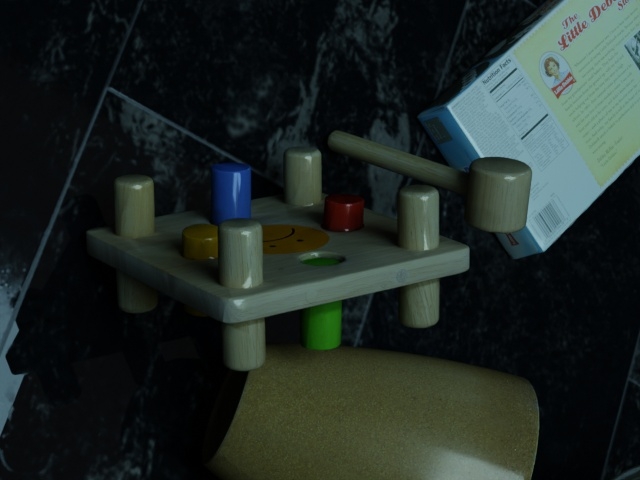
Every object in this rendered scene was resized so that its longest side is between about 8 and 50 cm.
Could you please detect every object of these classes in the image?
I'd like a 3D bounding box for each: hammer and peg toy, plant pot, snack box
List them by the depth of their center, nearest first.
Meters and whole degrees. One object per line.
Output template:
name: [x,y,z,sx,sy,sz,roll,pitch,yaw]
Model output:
hammer and peg toy: [0.000,0.000,1.552,0.361,0.266,0.127,-12,110,-34]
plant pot: [0.030,0.193,1.559,0.254,0.237,0.237,21,70,-12]
snack box: [0.265,-0.150,1.844,0.322,0.060,0.187,-42,104,-30]

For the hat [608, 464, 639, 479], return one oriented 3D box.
hat: [0.310,0.351,1.721,0.331,0.134,0.331,-4,103,-19]
